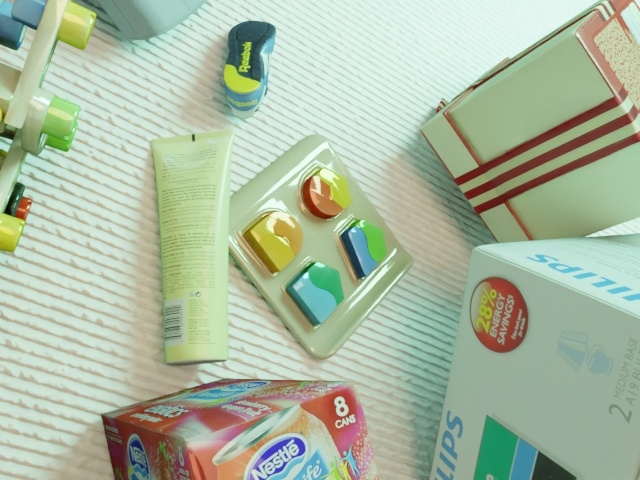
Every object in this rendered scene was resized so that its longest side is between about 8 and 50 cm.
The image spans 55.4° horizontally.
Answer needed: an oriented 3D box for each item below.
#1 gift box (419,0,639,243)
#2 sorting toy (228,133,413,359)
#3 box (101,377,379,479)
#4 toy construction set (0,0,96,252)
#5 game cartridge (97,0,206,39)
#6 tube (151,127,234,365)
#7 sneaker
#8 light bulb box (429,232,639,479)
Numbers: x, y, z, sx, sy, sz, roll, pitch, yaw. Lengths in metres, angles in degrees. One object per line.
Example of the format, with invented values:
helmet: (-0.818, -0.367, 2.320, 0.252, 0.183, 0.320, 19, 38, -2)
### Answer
gift box: (0.320, -0.139, 0.801, 0.276, 0.258, 0.255, -36, 95, -43)
sorting toy: (0.000, 0.000, 0.704, 0.208, 0.038, 0.193, 51, 59, -8)
box: (-0.076, 0.183, 0.481, 0.128, 0.257, 0.122, -10, 85, -31)
toy construction set: (-0.280, -0.023, 0.444, 0.151, 0.215, 0.327, 34, 62, -18)
game cartridge: (-0.161, -0.366, 0.646, 0.294, 0.060, 0.196, -68, 150, -27)
tube: (-0.126, 0.003, 0.617, 0.070, 0.062, 0.240, 3, 75, -31)
sneaker: (-0.083, -0.202, 0.708, 0.053, 0.059, 0.144, 7, 53, 3)
light bulb box: (0.338, 0.192, 0.659, 0.361, 0.225, 0.358, -4, 109, -31)
